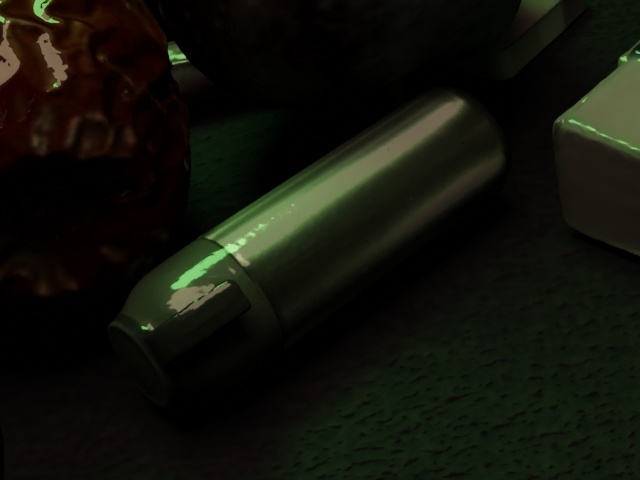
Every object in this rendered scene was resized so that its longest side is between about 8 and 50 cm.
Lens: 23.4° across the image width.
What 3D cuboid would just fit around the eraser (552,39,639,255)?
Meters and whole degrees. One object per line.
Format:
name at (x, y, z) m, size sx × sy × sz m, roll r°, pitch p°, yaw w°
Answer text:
eraser at (0.271, -0.097, 0.899) m, size 0.130 × 0.086 × 0.287 m, roll 25°, pitch 53°, yaw 37°

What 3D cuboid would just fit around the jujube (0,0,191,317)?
jujube at (-0.174, -0.072, 0.904) m, size 0.213 × 0.213 × 0.232 m, roll -22°, pitch 39°, yaw -10°

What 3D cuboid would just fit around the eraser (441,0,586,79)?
eraser at (0.130, -0.152, 1.054) m, size 0.065 × 0.026 × 0.105 m, roll 21°, pitch 51°, yaw 39°

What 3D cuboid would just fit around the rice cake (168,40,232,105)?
rice cake at (-0.139, -0.102, 1.058) m, size 0.269 × 0.049 × 0.055 m, roll -15°, pitch 22°, yaw -2°

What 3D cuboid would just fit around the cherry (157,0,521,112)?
cherry at (0.015, -0.200, 0.939) m, size 0.255 × 0.296 × 0.218 m, roll -29°, pitch 34°, yaw -34°

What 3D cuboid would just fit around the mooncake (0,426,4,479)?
mooncake at (-0.312, 0.132, 0.559) m, size 0.246 × 0.393 × 0.394 m, roll 16°, pitch 82°, yaw 30°

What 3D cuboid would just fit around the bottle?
bottle at (0.000, 0.000, 0.862) m, size 0.253 × 0.079 × 0.096 m, roll -34°, pitch -1°, yaw -23°
